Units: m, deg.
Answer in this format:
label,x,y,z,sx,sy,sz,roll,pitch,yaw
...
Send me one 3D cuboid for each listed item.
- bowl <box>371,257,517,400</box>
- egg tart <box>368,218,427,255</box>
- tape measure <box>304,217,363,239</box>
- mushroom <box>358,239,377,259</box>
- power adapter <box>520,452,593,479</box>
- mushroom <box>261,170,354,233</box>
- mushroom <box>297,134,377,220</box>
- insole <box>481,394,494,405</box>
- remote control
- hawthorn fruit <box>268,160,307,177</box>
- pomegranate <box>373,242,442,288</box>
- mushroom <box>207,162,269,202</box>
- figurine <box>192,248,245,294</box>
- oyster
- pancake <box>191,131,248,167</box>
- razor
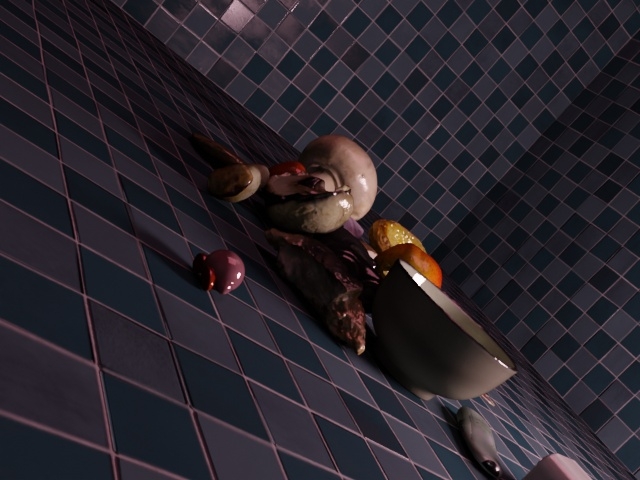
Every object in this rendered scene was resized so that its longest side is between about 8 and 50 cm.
label,x,y,z,sx,sy,sz,roll,pitch,yaw
bowl,0.237,0.221,1.628,0.354,0.185,0.354,41,9,-8
egg tart,0.262,0.061,2.568,0.294,0.123,0.294,35,30,-24
tape measure,0.034,-0.040,2.119,0.196,0.105,0.178,45,32,-17
mushroom,0.124,0.040,2.365,0.094,0.072,0.209,37,6,31
power adapter,0.528,0.559,1.473,0.187,0.124,0.255,31,14,-47
mushroom,-0.027,-0.094,1.931,0.247,0.130,0.344,-6,16,-25
mushroom,0.060,-0.203,2.543,0.315,0.315,0.356,39,2,-16
insole,0.426,0.404,2.140,0.193,0.006,0.065,44,9,10
remote control,0.338,0.420,1.579,0.097,0.045,0.256,40,12,-9
hawthorn fruit,-0.094,-0.165,2.153,0.133,0.137,0.133,-18,90,-85
pomegranate,0.229,0.111,2.055,0.210,0.210,0.235,44,9,10
mushroom,-0.190,-0.143,1.789,0.333,0.107,0.087,-62,141,-81
figurine,-0.153,0.049,1.174,0.071,0.067,0.083,12,41,-32
oyster,0.009,0.086,1.546,0.166,0.110,0.341,33,13,-42
pancake,-0.265,-0.228,2.071,0.242,0.050,0.242,35,3,-2
razor,0.065,0.066,1.861,0.204,0.113,0.349,40,8,-10
